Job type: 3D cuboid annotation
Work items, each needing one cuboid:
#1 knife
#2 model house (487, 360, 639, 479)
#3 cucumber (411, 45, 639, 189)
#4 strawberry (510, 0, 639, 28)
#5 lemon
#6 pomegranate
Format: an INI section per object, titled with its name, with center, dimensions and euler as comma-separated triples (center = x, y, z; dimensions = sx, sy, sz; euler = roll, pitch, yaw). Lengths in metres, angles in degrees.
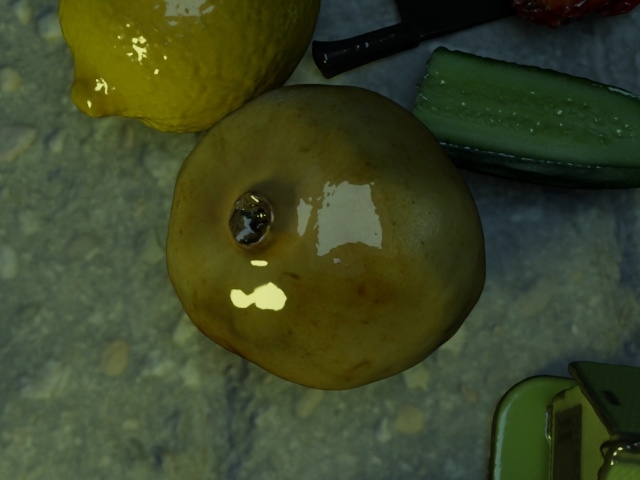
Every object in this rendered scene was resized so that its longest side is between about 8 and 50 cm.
[knife]
center = 0.096, -0.196, 1.017
dimensions = 0.230, 0.028, 0.060
euler = -19, 77, -14
[model house]
center = 0.252, 0.181, 0.820
dimensions = 0.218, 0.278, 0.205
euler = 7, 75, -6
[cucumber]
center = 0.186, -0.081, 0.977
dimensions = 0.244, 0.063, 0.115
euler = 12, 51, -2
[strawberry]
center = 0.234, -0.242, 1.021
dimensions = 0.188, 0.082, 0.121
euler = -39, 60, -8
[lemon]
center = -0.096, -0.179, 0.909
dimensions = 0.187, 0.187, 0.244
euler = 37, 71, 3
[pomegranate]
center = 0.002, -0.001, 0.868
dimensions = 0.233, 0.233, 0.233
euler = 1, 77, -6
